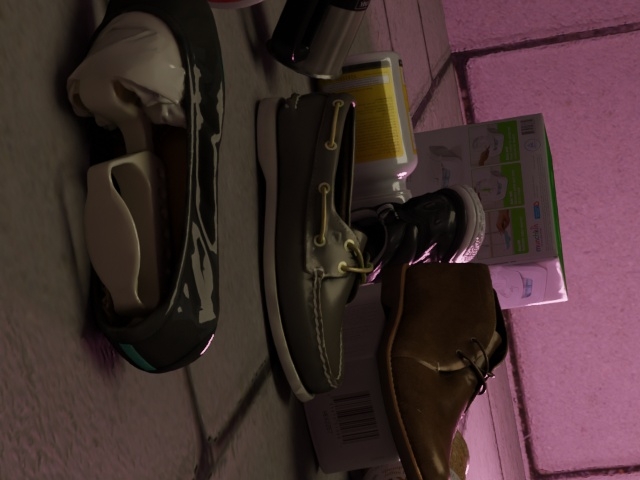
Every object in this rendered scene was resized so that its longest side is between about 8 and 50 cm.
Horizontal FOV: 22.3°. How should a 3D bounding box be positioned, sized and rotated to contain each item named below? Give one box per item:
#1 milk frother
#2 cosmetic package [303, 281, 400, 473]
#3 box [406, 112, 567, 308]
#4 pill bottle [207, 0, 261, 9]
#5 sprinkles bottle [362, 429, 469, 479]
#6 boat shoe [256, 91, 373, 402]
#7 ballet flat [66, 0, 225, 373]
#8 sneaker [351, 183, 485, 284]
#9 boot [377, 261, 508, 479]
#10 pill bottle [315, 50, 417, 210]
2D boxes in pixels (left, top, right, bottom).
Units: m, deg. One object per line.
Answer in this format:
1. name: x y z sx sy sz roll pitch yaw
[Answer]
1. milk frother: -0.027 -0.252 1.611 0.129 0.143 0.135 -10 131 -50
2. cosmetic package: 0.041 0.134 1.653 0.231 0.085 0.117 -67 146 -73
3. box: 0.226 -0.036 2.349 0.127 0.231 0.262 67 18 -52
4. pill bottle: -0.086 -0.274 1.258 0.180 0.108 0.108 65 19 -55
5. sprinkles bottle: 0.089 0.313 1.655 0.355 0.121 0.121 -77 156 -64
6. boat shoe: -0.001 -0.002 1.516 0.109 0.091 0.305 57 26 -65
7. ballet flat: -0.109 -0.058 1.022 0.096 0.095 0.280 22 59 -63
8. sneaker: 0.072 0.035 1.862 0.268 0.153 0.101 -61 -140 44
9. boot: 0.119 0.122 1.551 0.305 0.115 0.112 -86 163 -50
10. pill bottle: 0.057 -0.122 1.882 0.103 0.103 0.184 -15 96 -79
